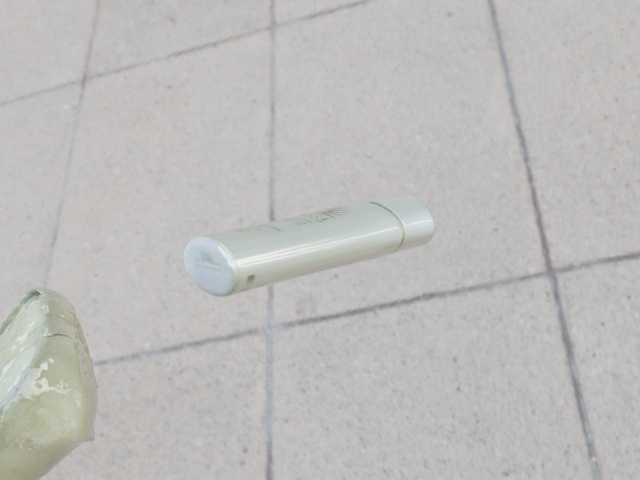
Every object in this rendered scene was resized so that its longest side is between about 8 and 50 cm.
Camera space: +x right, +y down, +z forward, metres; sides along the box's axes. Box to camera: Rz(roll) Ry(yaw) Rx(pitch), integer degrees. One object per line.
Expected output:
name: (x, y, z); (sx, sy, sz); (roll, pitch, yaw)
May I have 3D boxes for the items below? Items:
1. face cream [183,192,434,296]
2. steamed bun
face cream: (0.000, 0.000, 1.250); (0.348, 0.081, 0.173); (-13, 10, -28)
steamed bun: (-0.255, 0.154, 0.786); (0.212, 0.110, 0.231); (-4, 51, 60)
